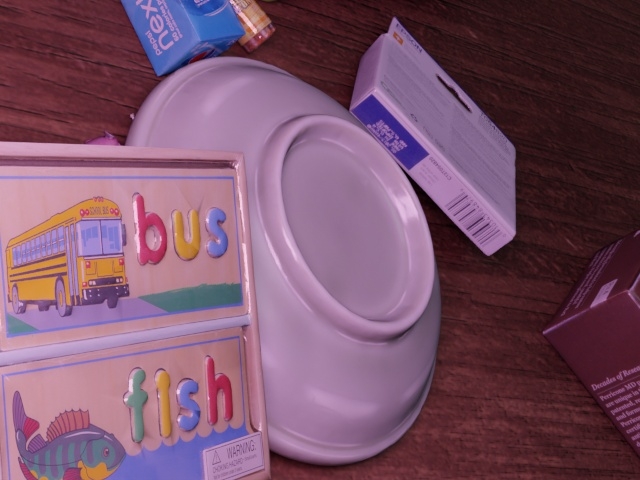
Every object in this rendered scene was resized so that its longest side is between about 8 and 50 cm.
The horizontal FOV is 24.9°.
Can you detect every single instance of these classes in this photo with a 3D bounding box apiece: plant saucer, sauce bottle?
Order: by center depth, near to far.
[{"bbox_3d":[0.000,0.000,1.320,0.400,0.100,0.401,27,50,-38],"label":"plant saucer"},{"bbox_3d":[-0.098,-0.247,1.449,0.128,0.042,0.042,48,42,-10],"label":"sauce bottle"}]

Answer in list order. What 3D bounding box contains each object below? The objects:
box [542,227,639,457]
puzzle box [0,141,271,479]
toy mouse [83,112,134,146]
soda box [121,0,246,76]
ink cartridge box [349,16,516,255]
[{"bbox_3d":[0.439,0.178,1.639,0.381,0.143,0.191,53,41,-7],"label":"box"},{"bbox_3d":[-0.169,0.067,0.998,0.409,0.052,0.272,-5,90,-60],"label":"puzzle box"},{"bbox_3d":[-0.162,-0.061,1.278,0.161,0.031,0.143,25,50,-32],"label":"toy mouse"},{"bbox_3d":[-0.158,-0.267,1.380,0.067,0.071,0.210,-20,80,-49],"label":"soda box"},{"bbox_3d":[0.127,-0.117,1.568,0.223,0.045,0.224,45,25,-14],"label":"ink cartridge box"}]
